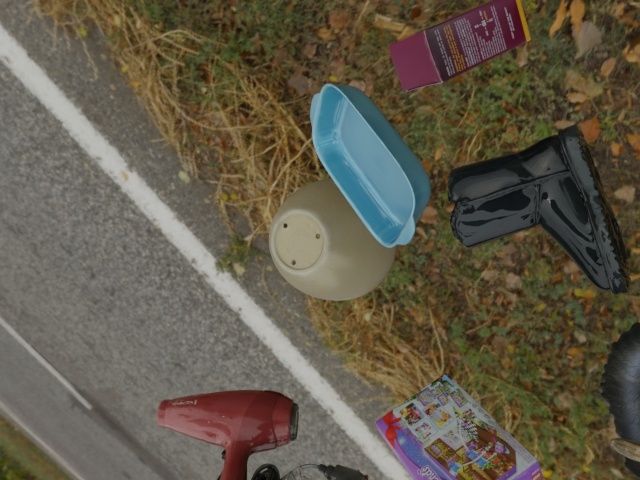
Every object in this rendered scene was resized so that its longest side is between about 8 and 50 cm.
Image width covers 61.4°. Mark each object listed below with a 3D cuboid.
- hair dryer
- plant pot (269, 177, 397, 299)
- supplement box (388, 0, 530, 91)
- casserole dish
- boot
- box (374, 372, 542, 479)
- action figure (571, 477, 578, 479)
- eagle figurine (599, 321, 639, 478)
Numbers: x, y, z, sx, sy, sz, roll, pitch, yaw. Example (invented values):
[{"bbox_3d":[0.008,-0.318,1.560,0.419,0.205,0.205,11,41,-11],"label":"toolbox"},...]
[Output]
[{"bbox_3d":[-0.104,0.274,0.673,0.294,0.224,0.080,27,127,37],"label":"hair dryer"},{"bbox_3d":[0.000,0.000,1.163,0.284,0.191,0.283,1,93,27],"label":"plant pot"},{"bbox_3d":[0.217,-0.310,0.845,0.104,0.188,0.080,15,131,65],"label":"supplement box"},{"bbox_3d":[0.051,-0.080,0.551,0.188,0.037,0.114,56,155,22],"label":"casserole dish"},{"bbox_3d":[0.303,-0.021,0.779,0.207,0.094,0.246,-22,76,35],"label":"boot"},{"bbox_3d":[0.267,0.421,1.099,0.057,0.201,0.293,64,169,-29],"label":"box"},{"bbox_3d":[0.543,0.526,0.953,0.232,0.137,0.063,18,176,-2],"label":"action figure"},{"bbox_3d":[0.457,0.222,0.604,0.225,0.298,0.226,-32,86,30],"label":"eagle figurine"}]
